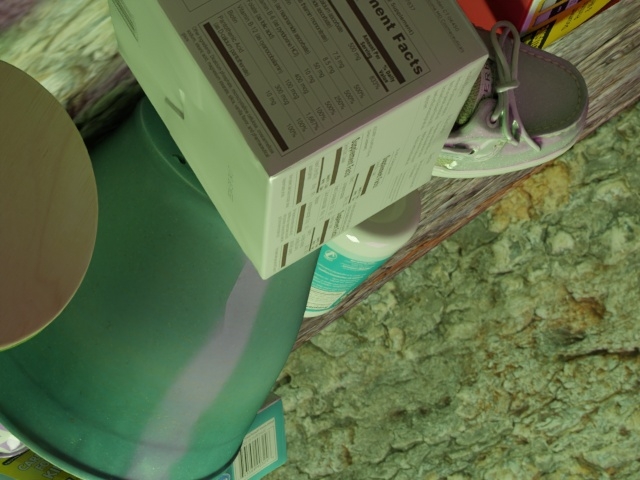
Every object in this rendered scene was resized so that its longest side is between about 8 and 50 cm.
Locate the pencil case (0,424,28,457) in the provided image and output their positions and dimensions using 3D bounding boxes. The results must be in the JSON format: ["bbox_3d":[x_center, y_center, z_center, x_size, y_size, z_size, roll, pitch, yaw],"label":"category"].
[{"bbox_3d":[-0.283,0.109,1.327,0.088,0.086,0.206,-19,-153,2],"label":"pencil case"}]

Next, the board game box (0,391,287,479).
[{"bbox_3d":[-0.240,0.176,1.423,0.253,0.336,0.079,-29,127,-40],"label":"board game box"}]

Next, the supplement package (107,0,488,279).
[{"bbox_3d":[-0.026,-0.120,0.940,0.145,0.204,0.262,-30,170,-10],"label":"supplement package"}]

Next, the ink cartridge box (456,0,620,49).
[{"bbox_3d":[0.184,-0.260,1.193,0.271,0.130,0.309,-32,171,-5],"label":"ink cartridge box"}]

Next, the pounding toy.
[{"bbox_3d":[-0.261,-0.011,0.919,0.110,0.183,0.237,-6,-165,47],"label":"pounding toy"}]

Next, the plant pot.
[{"bbox_3d":[-0.124,0.024,1.236,0.271,0.271,0.255,-20,149,-57],"label":"plant pot"}]

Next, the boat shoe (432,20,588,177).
[{"bbox_3d":[0.075,-0.124,1.178,0.320,0.118,0.103,10,166,-19],"label":"boat shoe"}]

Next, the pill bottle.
[{"bbox_3d":[0.000,0.000,1.835,0.146,0.146,0.264,-27,169,-39],"label":"pill bottle"}]
